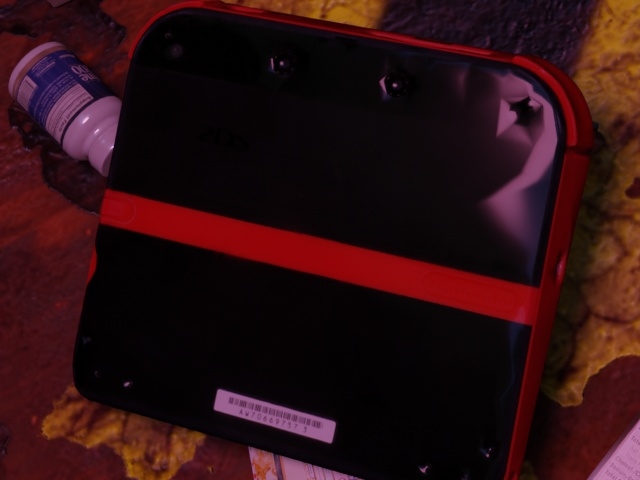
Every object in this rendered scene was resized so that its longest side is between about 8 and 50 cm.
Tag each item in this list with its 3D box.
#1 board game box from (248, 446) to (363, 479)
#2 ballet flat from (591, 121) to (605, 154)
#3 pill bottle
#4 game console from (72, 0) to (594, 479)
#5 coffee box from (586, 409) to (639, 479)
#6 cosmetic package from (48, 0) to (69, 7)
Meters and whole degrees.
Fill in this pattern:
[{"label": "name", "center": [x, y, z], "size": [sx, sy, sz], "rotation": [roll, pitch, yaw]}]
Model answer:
[{"label": "board game box", "center": [0.034, 0.133, 1.272], "size": [0.193, 0.045, 0.147], "rotation": [-13, 75, 11]}, {"label": "ballet flat", "center": [0.073, -0.068, 1.292], "size": [0.316, 0.107, 0.106], "rotation": [11, 94, 23]}, {"label": "pill bottle", "center": [-0.210, -0.112, 1.378], "size": [0.067, 0.067, 0.120], "rotation": [-46, 71, 0]}, {"label": "game console", "center": [0.000, 0.000, 1.237], "size": [0.386, 0.060, 0.342], "rotation": [13, 96, 22]}, {"label": "coffee box", "center": [0.217, 0.236, 1.154], "size": [0.098, 0.141, 0.246], "rotation": [37, 87, 19]}, {"label": "cosmetic package", "center": [-0.141, -0.351, 1.395], "size": [0.309, 0.113, 0.160], "rotation": [-24, 73, 6]}]
